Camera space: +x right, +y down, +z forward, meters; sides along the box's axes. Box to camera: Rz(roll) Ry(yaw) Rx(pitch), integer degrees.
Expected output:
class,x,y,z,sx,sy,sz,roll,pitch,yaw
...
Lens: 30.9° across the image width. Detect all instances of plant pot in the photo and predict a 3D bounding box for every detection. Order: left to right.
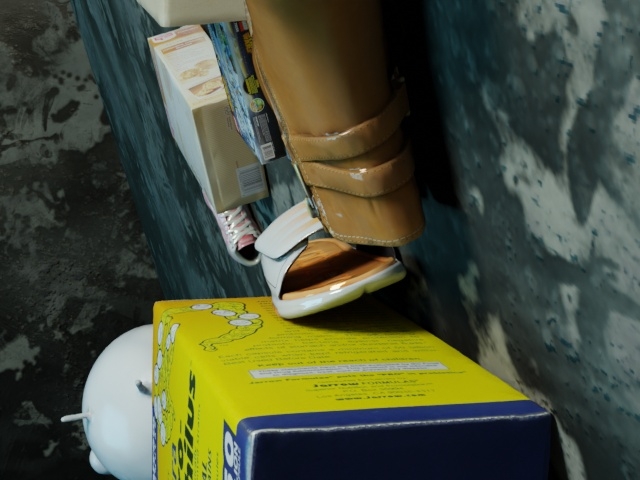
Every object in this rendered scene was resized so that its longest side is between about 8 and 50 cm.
class,x,y,z,sx,sy,sz,roll,pitch,yaw
plant pot,-0.091,-0.238,0.950,0.109,0.109,0.096,-132,37,-60

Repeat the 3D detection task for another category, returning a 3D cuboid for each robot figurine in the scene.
class,x,y,z,sx,sy,sz,roll,pitch,yaw
robot figurine,-0.156,0.212,1.461,0.353,0.300,0.200,17,-142,-55

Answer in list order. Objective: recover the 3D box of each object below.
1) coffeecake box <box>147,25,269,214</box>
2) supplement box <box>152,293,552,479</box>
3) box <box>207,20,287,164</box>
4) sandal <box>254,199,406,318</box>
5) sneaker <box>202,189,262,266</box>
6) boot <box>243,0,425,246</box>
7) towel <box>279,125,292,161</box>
class,x,y,z,sx,sy,sz,roll,pitch,yaw
coffeecake box,-0.130,-0.143,1.329,0.185,0.068,0.142,-124,19,-49
supplement box,-0.004,0.169,0.848,0.356,0.195,0.194,-151,61,-71
box,-0.069,-0.147,1.034,0.094,0.027,0.137,-127,20,-59
sandal,-0.010,0.004,0.959,0.265,0.102,0.076,-155,46,-77
sneaker,-0.105,-0.027,1.450,0.070,0.051,0.134,40,151,64
boot,0.008,-0.097,0.695,0.283,0.109,0.220,-156,49,-76
towel,-0.028,-0.133,1.009,0.197,0.029,0.144,-127,21,-61
